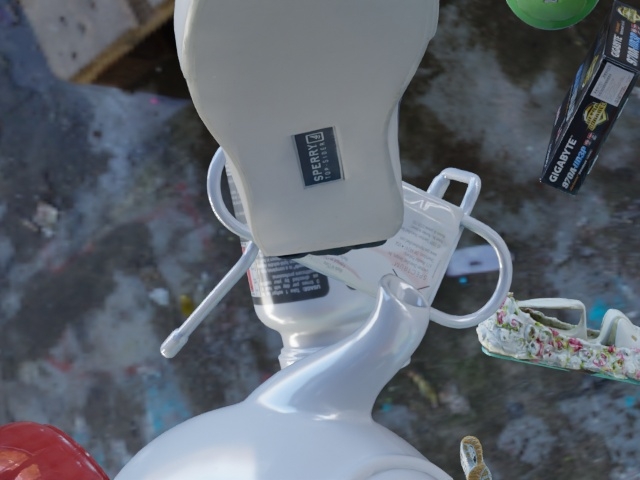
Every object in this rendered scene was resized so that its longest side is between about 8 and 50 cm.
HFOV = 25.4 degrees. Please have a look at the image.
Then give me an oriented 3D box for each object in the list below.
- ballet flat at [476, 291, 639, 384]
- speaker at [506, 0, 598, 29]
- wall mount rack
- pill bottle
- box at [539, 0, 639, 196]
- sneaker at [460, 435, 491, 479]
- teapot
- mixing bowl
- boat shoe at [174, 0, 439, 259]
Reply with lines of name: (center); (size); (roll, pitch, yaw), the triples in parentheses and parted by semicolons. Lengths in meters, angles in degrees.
ballet flat: (0.290, 0.107, 1.549); (0.241, 0.091, 0.077); (11, 103, -11)
speaker: (0.272, -0.333, 1.640); (0.131, 0.296, 0.131); (-1, 83, 7)
wall mount rack: (0.007, 0.028, 1.448); (0.304, 0.350, 0.130); (-66, 23, -1)
pill bottle: (0.000, 0.000, 1.873); (0.210, 0.210, 0.363); (-9, 94, 30)
box: (0.334, -0.176, 1.723); (0.051, 0.220, 0.175); (25, 121, 2)
sneaker: (0.194, 0.287, 1.777); (0.032, 0.037, 0.083); (-5, 71, -5)
teapot: (0.010, 0.197, 0.721); (0.187, 0.252, 0.256); (-16, 118, 41)
mixing bowl: (-0.227, 0.210, 1.133); (0.181, 0.181, 0.098); (30, 60, 27)
boat shoe: (-0.016, -0.126, 0.747); (0.127, 0.340, 0.158); (-8, 64, -5)
